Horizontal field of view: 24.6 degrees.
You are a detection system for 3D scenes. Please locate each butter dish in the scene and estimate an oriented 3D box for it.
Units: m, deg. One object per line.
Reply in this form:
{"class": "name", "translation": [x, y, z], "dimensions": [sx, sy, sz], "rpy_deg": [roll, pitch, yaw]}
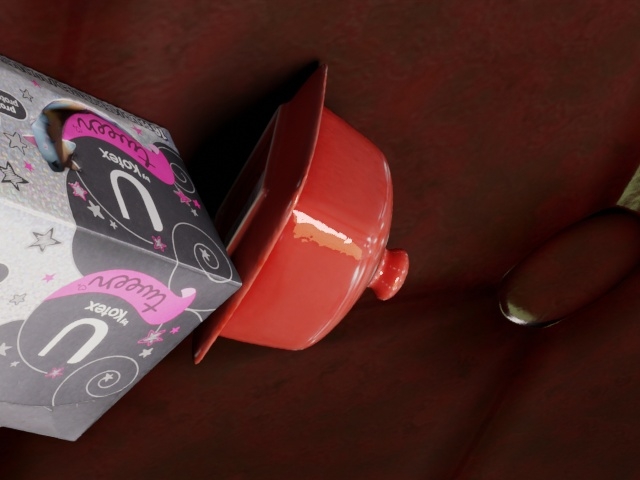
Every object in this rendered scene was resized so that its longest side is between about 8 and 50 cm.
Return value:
{"class": "butter dish", "translation": [0.000, 0.000, 0.921], "dimensions": [0.118, 0.160, 0.160], "rpy_deg": [26, 125, -11]}

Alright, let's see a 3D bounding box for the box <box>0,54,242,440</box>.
{"class": "box", "translation": [-0.194, -0.004, 0.816], "dimensions": [0.163, 0.142, 0.247], "rpy_deg": [-42, 144, 20]}
